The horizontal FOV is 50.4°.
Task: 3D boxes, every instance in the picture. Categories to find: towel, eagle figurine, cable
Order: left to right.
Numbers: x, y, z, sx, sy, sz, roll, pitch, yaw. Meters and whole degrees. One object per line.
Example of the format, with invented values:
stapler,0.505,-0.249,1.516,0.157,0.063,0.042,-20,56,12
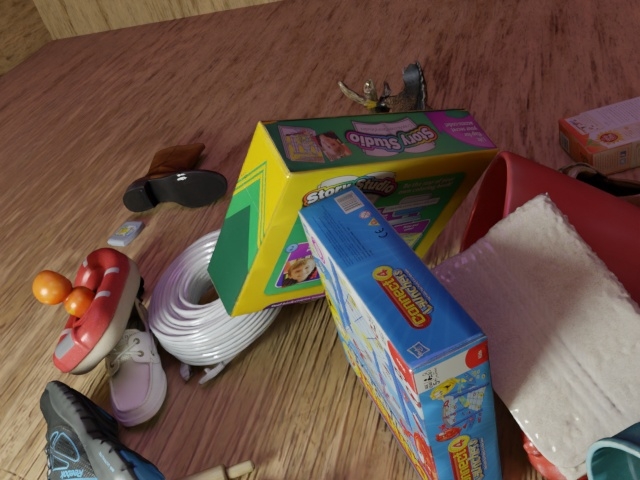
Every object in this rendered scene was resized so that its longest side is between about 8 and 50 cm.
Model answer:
cable,-0.182,0.091,1.183,0.257,0.089,0.257,-39,41,-5
eagle figurine,0.211,-0.279,1.517,0.226,0.225,0.298,-8,13,-34
towel,0.263,0.104,0.764,0.187,0.049,0.282,-37,71,11

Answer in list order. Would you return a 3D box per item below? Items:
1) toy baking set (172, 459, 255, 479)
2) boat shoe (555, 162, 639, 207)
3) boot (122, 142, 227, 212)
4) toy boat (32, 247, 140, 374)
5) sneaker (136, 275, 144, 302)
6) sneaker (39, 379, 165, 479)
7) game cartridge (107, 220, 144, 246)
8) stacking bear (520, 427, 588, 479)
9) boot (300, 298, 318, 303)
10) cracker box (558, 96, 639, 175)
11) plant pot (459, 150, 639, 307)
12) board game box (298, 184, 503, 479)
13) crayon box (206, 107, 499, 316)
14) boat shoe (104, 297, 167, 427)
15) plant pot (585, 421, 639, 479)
toy baking set,-0.172,0.385,0.877,0.256,0.030,0.196,-16,34,1
boat shoe,0.449,-0.079,1.177,0.123,0.120,0.324,-31,29,-23
boot,-0.332,-0.170,1.710,0.264,0.096,0.280,-15,26,16
toy boat,-0.400,0.097,1.122,0.151,0.151,0.231,-43,26,25
sneaker,-0.391,0.084,1.369,0.075,0.063,0.170,-19,39,-4
sneaker,-0.354,0.312,0.976,0.139,0.125,0.341,-51,35,-13
game cartridge,-0.447,-0.017,1.575,0.056,0.017,0.083,6,40,24
stacking bear,0.378,0.198,0.806,0.289,0.175,0.164,-23,64,9
boot,0.000,0.000,1.288,0.262,0.095,0.203,-36,38,-21
cracker box,0.619,-0.215,1.360,0.232,0.067,0.155,-16,35,3
plant pot,0.333,0.035,0.947,0.243,0.275,0.275,15,39,2
board game box,0.099,0.134,0.852,0.086,0.302,0.308,-25,40,-9
crayon box,0.041,-0.045,1.030,0.363,0.313,0.106,-10,55,-32
boat shoe,-0.325,0.193,1.152,0.098,0.096,0.277,-21,34,-5
plant pot,0.432,0.232,0.606,0.255,0.271,0.271,-30,36,-10
